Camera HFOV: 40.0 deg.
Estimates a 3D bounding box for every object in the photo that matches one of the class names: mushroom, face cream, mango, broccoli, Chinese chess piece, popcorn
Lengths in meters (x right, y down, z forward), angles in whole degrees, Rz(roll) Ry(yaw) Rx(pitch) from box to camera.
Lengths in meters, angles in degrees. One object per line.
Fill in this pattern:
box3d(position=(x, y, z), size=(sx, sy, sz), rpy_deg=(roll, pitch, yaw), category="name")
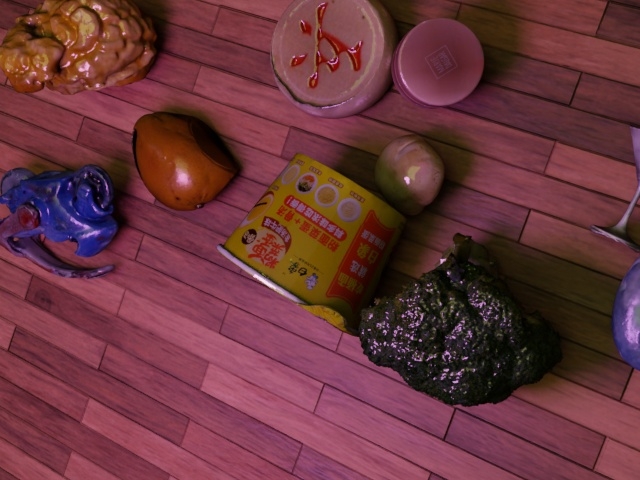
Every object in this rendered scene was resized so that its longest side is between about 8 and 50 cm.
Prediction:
box3d(position=(0.160, -0.116, 1.560), size=(0.148, 0.112, 0.148), rpy_deg=(-11, 75, 49), category="mushroom")
box3d(position=(0.202, -0.306, 1.529), size=(0.149, 0.104, 0.149), rpy_deg=(0, 96, -2), category="face cream")
box3d(position=(-0.292, -0.160, 1.758), size=(0.166, 0.136, 0.236), rpy_deg=(-43, 66, 19), category="mango")
box3d(position=(0.230, 0.137, 1.446), size=(0.303, 0.321, 0.283), rpy_deg=(-23, 41, 37), category="broccoli")
box3d(position=(0.027, -0.352, 1.644), size=(0.249, 0.103, 0.250), rpy_deg=(-1, 88, 24), category="Chinese chess piece")
box3d(position=(-0.499, -0.403, 1.791), size=(0.265, 0.332, 0.225), rpy_deg=(14, 128, 52), category="popcorn")

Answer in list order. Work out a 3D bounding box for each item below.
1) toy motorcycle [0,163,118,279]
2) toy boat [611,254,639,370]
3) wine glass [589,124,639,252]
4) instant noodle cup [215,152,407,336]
box3d(position=(-0.538, -0.047, 1.867), size=(0.319, 0.241, 0.182), rpy_deg=(2, 47, 30), category="toy motorcycle")
box3d(position=(0.591, 0.077, 1.341), size=(0.330, 0.123, 0.215), rpy_deg=(-40, 78, 16), category="toy boat")
box3d(position=(0.509, -0.081, 1.402), size=(0.122, 0.122, 0.183), rpy_deg=(29, 100, 23), category="wine glass")
box3d(position=(0.000, 0.000, 1.541), size=(0.311, 0.311, 0.222), rpy_deg=(31, 90, 23), category="instant noodle cup")
